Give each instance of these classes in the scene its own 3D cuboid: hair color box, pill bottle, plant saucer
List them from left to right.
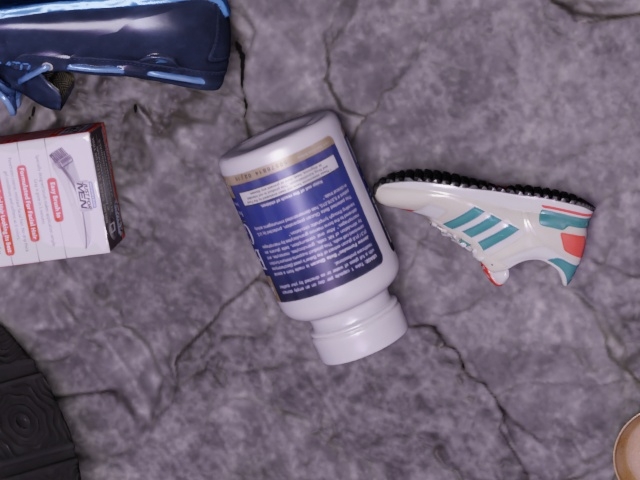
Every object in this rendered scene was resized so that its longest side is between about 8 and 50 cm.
[{"bbox_3d":[-0.238,-0.029,1.460,0.167,0.053,0.093,-7,102,9],"label":"hair color box"},{"bbox_3d":[0.000,0.000,1.419,0.094,0.094,0.169,-21,100,11],"label":"pill bottle"},{"bbox_3d":[0.261,0.160,1.471,0.083,0.015,0.083,1,105,5],"label":"plant saucer"}]

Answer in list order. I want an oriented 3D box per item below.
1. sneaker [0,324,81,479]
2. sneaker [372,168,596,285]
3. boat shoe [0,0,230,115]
[{"bbox_3d":[-0.288,0.272,1.482,0.257,0.169,0.447,-34,77,38],"label":"sneaker"},{"bbox_3d":[0.115,-0.006,1.424,0.161,0.057,0.075,8,99,1],"label":"sneaker"},{"bbox_3d":[-0.194,-0.131,1.404,0.258,0.109,0.089,-2,107,9],"label":"boat shoe"}]
